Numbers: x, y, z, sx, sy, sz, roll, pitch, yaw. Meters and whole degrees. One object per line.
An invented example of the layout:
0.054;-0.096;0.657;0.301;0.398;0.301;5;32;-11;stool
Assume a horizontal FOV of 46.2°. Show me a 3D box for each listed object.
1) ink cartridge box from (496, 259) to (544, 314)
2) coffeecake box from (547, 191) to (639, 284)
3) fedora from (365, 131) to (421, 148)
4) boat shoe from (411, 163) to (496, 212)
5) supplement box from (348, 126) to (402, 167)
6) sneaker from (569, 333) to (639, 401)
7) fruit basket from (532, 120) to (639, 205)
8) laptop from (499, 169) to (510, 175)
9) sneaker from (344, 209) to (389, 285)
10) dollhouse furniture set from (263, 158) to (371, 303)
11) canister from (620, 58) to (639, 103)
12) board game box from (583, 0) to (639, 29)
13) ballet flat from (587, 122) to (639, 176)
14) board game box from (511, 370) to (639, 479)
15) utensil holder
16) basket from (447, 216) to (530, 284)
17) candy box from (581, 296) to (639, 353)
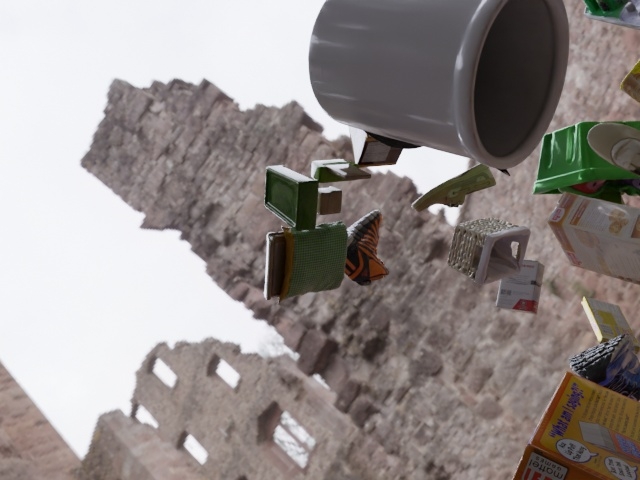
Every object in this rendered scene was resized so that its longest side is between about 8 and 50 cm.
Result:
0.532;0.121;1.995;0.056;0.099;0.135;23;-103;-53;ink cartridge box
0.491;0.003;1.241;0.068;0.185;0.142;-56;-47;-14;coffeecake box
0.187;-0.391;1.880;0.334;0.334;0.152;-52;13;-1;fedora
0.452;-0.160;2.532;0.302;0.098;0.109;-27;-2;-10;boat shoe
0.168;-0.347;2.230;0.129;0.191;0.194;-5;-20;-10;supplement box
0.636;0.287;1.606;0.130;0.147;0.330;-32;-19;27;sneaker
0.781;-0.129;2.051;0.392;0.392;0.283;-42;10;-19;fruit basket
0.501;-0.344;2.151;0.234;0.137;0.264;-96;23;-76;laptop
0.145;0.036;2.349;0.124;0.180;0.321;-35;7;40;sneaker
0.000;0.000;1.533;0.198;0.151;0.301;-7;-68;-29;dollhouse furniture set
0.793;-0.347;1.722;0.073;0.170;0.126;0;-49;-48;canister
0.664;-0.490;1.201;0.390;0.390;0.050;-44;-62;6;board game box
0.661;-0.162;1.519;0.086;0.248;0.086;-155;90;-86;ballet flat
0.477;0.488;1.211;0.356;0.356;0.356;-18;-52;-62;board game box
0.217;-0.335;1.421;0.328;0.385;0.327;-21;-59;-41;utensil holder
0.370;0.018;1.656;0.167;0.103;0.113;-10;-63;-45;basket
0.775;0.224;2.012;0.206;0.105;0.027;-80;8;-63;candy box
